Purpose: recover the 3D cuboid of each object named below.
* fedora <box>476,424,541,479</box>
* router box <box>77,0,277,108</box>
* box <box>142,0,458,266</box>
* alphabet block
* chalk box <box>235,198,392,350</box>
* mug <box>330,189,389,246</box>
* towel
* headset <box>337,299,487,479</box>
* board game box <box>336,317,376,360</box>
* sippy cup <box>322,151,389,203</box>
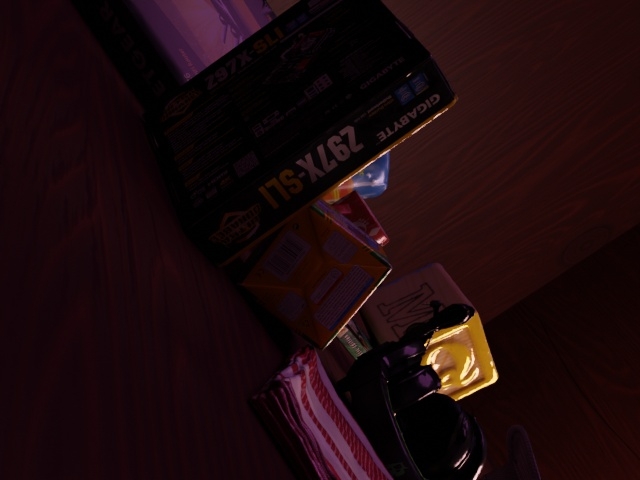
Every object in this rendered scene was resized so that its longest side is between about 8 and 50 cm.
[{"bbox_3d":[0.158,0.316,0.920,0.275,0.124,0.244,71,8,-46],"label":"fedora"},{"bbox_3d":[-0.176,-0.297,1.374,0.243,0.081,0.309,-37,93,-45],"label":"router box"},{"bbox_3d":[-0.037,-0.152,1.124,0.079,0.322,0.257,51,6,-40],"label":"box"},{"bbox_3d":[0.207,0.193,1.911,0.192,0.193,0.197,66,-3,-31],"label":"alphabet block"},{"bbox_3d":[-0.008,0.026,1.201,0.132,0.132,0.213,38,7,-5],"label":"chalk box"},{"bbox_3d":[0.006,0.008,1.420,0.113,0.169,0.150,57,4,10],"label":"mug"},{"bbox_3d":[0.029,0.223,0.985,0.237,0.037,0.329,57,4,2],"label":"towel"},{"bbox_3d":[0.148,0.220,1.331,0.243,0.185,0.394,55,16,-19],"label":"headset"},{"bbox_3d":[0.061,0.175,1.748,0.260,0.030,0.136,53,3,-39],"label":"board game box"},{"bbox_3d":[0.009,-0.163,1.787,0.240,0.223,0.306,-141,-130,-84],"label":"sippy cup"}]
